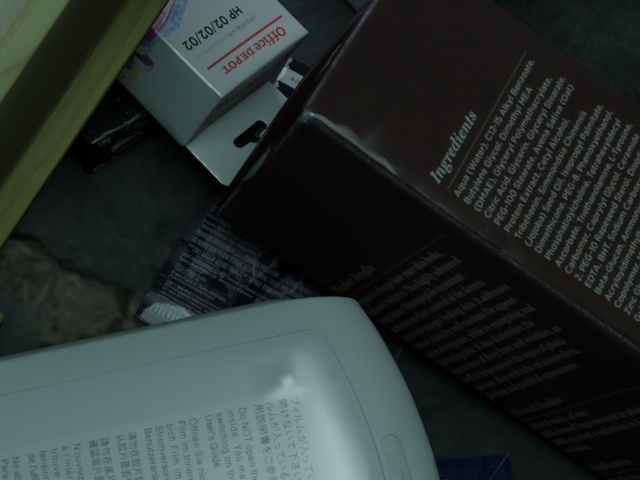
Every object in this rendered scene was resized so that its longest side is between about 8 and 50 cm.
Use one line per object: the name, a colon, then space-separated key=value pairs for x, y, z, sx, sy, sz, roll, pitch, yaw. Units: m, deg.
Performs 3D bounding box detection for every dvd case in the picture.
dvd case: x=0.000 y=0.000 z=0.906 sx=0.165 sy=0.018 sz=0.221 roll=28 pitch=68 yaw=1

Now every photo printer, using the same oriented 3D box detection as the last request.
photo printer: x=-0.083 y=0.171 z=0.750 sx=0.308 sy=0.107 sz=0.256 roll=-13 pitch=72 yaw=-2

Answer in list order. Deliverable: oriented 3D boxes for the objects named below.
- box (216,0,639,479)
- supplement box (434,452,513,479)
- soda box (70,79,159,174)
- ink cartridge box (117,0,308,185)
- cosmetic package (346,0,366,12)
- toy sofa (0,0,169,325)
box: x=0.144 y=0.015 z=0.813 sx=0.381 sy=0.191 sz=0.143 roll=33 pitch=67 yaw=-8
supplement box: x=0.082 y=0.179 z=0.822 sx=0.056 sy=0.083 sz=0.083 roll=-2 pitch=71 yaw=-13
soda box: x=-0.177 y=-0.131 z=0.898 sx=0.060 sy=0.053 sz=0.169 roll=-32 pitch=79 yaw=-20
ink cartridge box: x=-0.084 y=-0.135 z=0.871 sx=0.181 sy=0.061 sz=0.104 roll=46 pitch=47 yaw=0
cosmetic package: x=0.117 y=-0.276 z=0.918 sx=0.225 sy=0.224 sz=0.138 roll=-40 pitch=82 yaw=-21
toy sofa: x=-0.179 y=-0.118 z=0.746 sx=0.177 sy=0.150 sz=0.362 roll=35 pitch=98 yaw=-1
